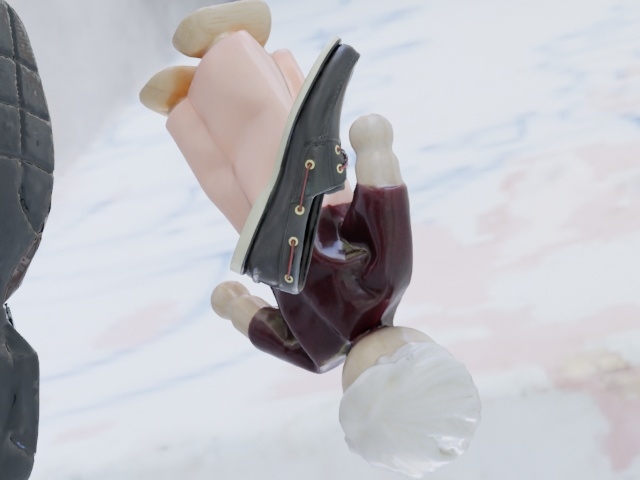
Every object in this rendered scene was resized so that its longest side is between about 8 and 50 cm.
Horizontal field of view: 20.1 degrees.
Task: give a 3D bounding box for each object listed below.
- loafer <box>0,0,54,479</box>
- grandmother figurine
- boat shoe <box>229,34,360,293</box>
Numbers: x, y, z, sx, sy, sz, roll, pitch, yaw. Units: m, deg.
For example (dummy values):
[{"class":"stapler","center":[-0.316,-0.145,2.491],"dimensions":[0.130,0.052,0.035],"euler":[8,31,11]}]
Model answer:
[{"class":"loafer","center":[-0.128,0.003,0.589],"dimensions":[0.062,0.061,0.170],"euler":[18,74,-60]},{"class":"grandmother figurine","center":[0.000,0.000,1.173],"dimensions":[0.342,0.104,0.208],"euler":[61,-35,25]},{"class":"boat shoe","center":[-0.005,-0.038,0.915],"dimensions":[0.049,0.042,0.133],"euler":[-30,141,-77]}]
